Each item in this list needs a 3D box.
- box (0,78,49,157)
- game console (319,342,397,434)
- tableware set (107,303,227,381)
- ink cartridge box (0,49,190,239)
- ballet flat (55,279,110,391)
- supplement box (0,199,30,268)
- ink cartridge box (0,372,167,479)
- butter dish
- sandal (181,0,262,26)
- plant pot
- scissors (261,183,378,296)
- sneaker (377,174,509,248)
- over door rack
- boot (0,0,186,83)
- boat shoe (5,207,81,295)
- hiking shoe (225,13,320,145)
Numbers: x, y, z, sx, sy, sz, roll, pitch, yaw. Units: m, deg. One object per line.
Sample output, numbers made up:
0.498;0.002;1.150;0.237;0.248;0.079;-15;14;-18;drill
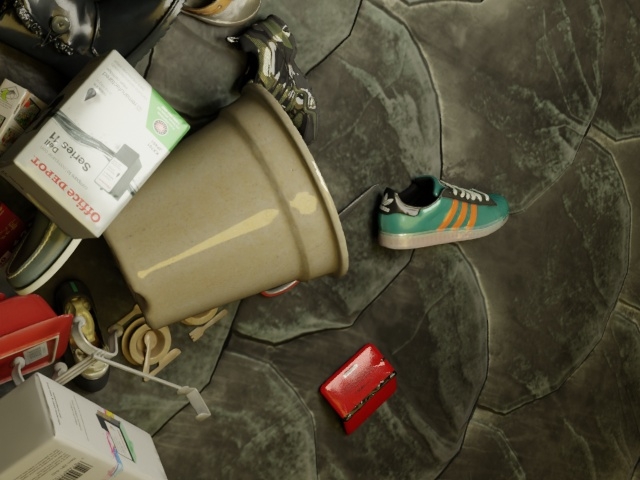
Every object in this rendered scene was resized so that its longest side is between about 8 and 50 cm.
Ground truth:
-0.408;-0.140;1.301;0.036;0.207;0.114;28;86;8;box
0.076;0.294;1.856;0.144;0.085;0.124;-41;91;-18;game console
-0.245;0.138;1.576;0.194;0.039;0.128;-40;122;-18;tableware set
-0.301;-0.124;1.249;0.153;0.087;0.208;46;66;-25;ink cartridge box
-0.370;0.160;1.480;0.074;0.074;0.203;-20;115;-28;ballet flat
-0.485;-0.017;1.259;0.130;0.073;0.239;-50;169;-11;supplement box
-0.380;0.332;1.341;0.201;0.117;0.278;-35;141;5;ink cartridge box
-0.461;0.131;1.387;0.160;0.118;0.160;-21;158;-30;butter dish
-0.183;-0.389;1.449;0.219;0.060;0.090;14;96;-36;sandal
-0.171;-0.027;1.435;0.305;0.334;0.334;-26;118;-12;plant pot
0.000;0.000;1.717;0.297;0.021;0.109;-29;116;-25;scissors
0.244;-0.069;1.805;0.302;0.108;0.121;-13;115;-29;sneaker
-0.362;0.246;1.440;0.239;0.108;0.324;-35;141;8;over door rack
-0.329;-0.338;1.328;0.246;0.094;0.207;-48;128;7;boot
-0.367;-0.077;1.326;0.099;0.116;0.319;38;75;-35;boat shoe
-0.080;-0.252;1.559;0.114;0.086;0.227;-26;112;-11;hiking shoe
